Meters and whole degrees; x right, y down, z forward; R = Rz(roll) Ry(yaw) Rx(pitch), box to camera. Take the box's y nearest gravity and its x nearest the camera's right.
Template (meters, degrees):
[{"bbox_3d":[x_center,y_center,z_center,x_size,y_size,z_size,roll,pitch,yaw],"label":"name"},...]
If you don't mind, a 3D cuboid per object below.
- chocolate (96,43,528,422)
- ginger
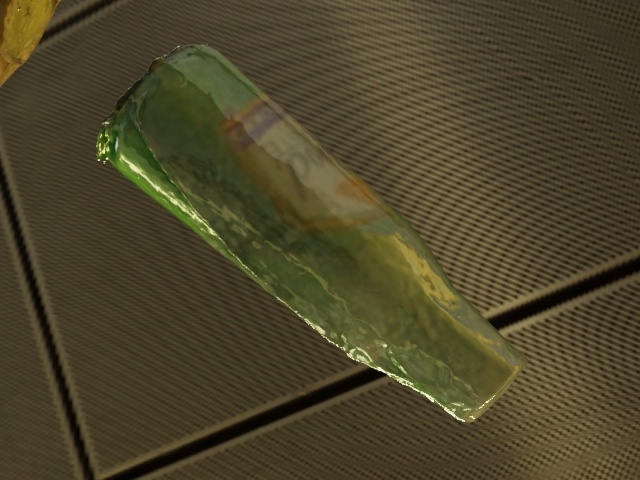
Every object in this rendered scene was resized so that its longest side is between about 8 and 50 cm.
[{"bbox_3d":[0.000,0.000,0.780,0.291,0.110,0.110,40,-82,12],"label":"chocolate"},{"bbox_3d":[-0.302,-0.200,1.122,0.131,0.086,0.295,27,-105,6],"label":"ginger"}]
